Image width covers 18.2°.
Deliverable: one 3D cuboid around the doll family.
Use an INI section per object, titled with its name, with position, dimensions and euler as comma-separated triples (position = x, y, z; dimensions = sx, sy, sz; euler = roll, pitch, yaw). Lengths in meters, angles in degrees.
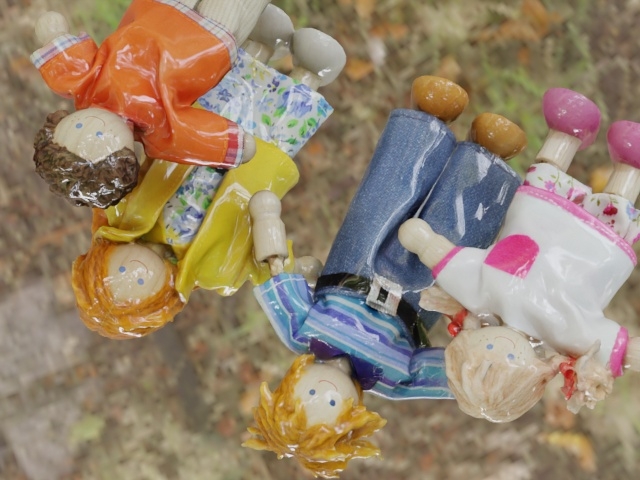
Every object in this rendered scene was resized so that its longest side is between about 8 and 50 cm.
[doll family]
position = 0.000, 0.000, 0.775
dimensions = 0.263, 0.163, 0.118
euler = 28, 152, 5
